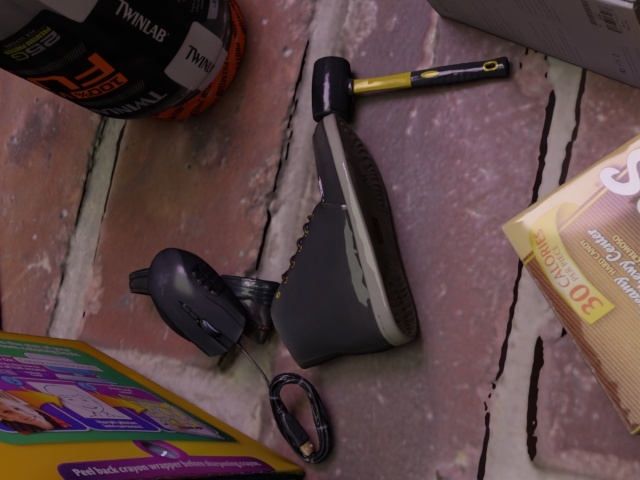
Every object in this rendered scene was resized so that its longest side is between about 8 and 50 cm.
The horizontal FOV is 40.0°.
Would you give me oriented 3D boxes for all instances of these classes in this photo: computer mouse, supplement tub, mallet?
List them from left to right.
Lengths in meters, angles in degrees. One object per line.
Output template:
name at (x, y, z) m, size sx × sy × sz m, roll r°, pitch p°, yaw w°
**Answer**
supplement tub at (-0.226, -0.239, 0.820) m, size 0.207 × 0.338 × 0.207 m, roll -6°, pitch 76°, yaw 27°
computer mouse at (-0.077, 0.104, 0.795) m, size 0.242 × 0.041 × 0.071 m, roll 47°, pitch 108°, yaw 9°
mallet at (0.077, -0.139, 0.813) m, size 0.190 × 0.039 × 0.062 m, roll 4°, pitch 79°, yaw 25°

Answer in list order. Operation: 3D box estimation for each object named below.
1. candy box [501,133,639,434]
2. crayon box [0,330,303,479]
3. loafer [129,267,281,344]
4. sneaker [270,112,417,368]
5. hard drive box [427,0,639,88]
candy box at (0.315, -0.017, 0.625) m, size 0.316 × 0.087 × 0.182 m, roll -35°, pitch 65°, yaw 16°
crayon box at (-0.238, 0.167, 0.718) m, size 0.313 × 0.363 × 0.106 m, roll 21°, pitch 89°, yaw 30°
loafer at (-0.119, 0.061, 0.856) m, size 0.170 × 0.062 × 0.061 m, roll 5°, pitch 86°, yaw 30°
sneaker at (0.000, 0.000, 0.792) m, size 0.118 × 0.083 × 0.222 m, roll -21°, pitch 71°, yaw 23°
hard drive box at (0.175, -0.218, 0.693) m, size 0.232 × 0.181 × 0.089 m, roll 30°, pitch 93°, yaw 29°
